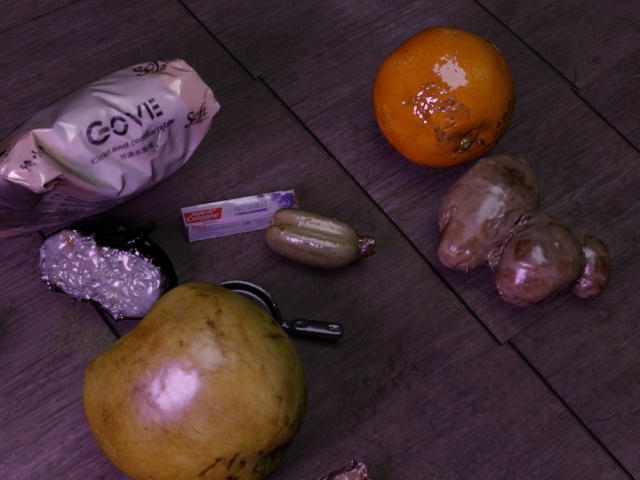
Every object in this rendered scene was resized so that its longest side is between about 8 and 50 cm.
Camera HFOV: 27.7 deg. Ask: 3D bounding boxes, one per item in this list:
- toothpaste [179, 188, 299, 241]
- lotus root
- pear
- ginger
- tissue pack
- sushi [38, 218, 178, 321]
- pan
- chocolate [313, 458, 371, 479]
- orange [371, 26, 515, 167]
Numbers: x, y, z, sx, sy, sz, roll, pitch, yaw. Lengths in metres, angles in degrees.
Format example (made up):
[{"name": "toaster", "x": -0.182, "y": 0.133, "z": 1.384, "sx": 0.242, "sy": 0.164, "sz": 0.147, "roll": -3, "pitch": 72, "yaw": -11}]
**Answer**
[{"name": "toothpaste", "x": -0.133, "y": -0.041, "z": 2.148, "sx": 0.196, "sy": 0.040, "sz": 0.047, "roll": -10, "pitch": 56, "yaw": -16}, {"name": "lotus root", "x": 0.000, "y": 0.001, "z": 2.119, "sx": 0.183, "sy": 0.077, "sz": 0.090, "roll": 12, "pitch": 61, "yaw": 2}, {"name": "pear", "x": -0.163, "y": 0.216, "z": 1.822, "sx": 0.304, "sy": 0.304, "sz": 0.304, "roll": 5, "pitch": 55, "yaw": -7}, {"name": "ginger", "x": 0.333, "y": 0.003, "z": 2.148, "sx": 0.304, "sy": 0.155, "sz": 0.244, "roll": 44, "pitch": 52, "yaw": 10}, {"name": "tissue pack", "x": -0.370, "y": -0.125, "z": 1.989, "sx": 0.375, "sy": 0.390, "sz": 0.195, "roll": -34, "pitch": 99, "yaw": -33}, {"name": "sushi", "x": -0.320, "y": 0.030, "z": 1.997, "sx": 0.212, "sy": 0.147, "sz": 0.115, "roll": 18, "pitch": 22, "yaw": 12}, {"name": "pan", "x": -0.081, "y": 0.132, "z": 2.043, "sx": 0.235, "sy": 0.028, "sz": 0.136, "roll": 10, "pitch": 55, "yaw": 0}, {"name": "chocolate", "x": -0.067, "y": 0.415, "z": 1.831, "sx": 0.329, "sy": 0.065, "sz": 0.102, "roll": -22, "pitch": 82, "yaw": -22}, {"name": "orange", "x": 0.211, "y": -0.247, "z": 2.228, "sx": 0.246, "sy": 0.246, "sz": 0.246, "roll": 5, "pitch": 55, "yaw": -7}]
